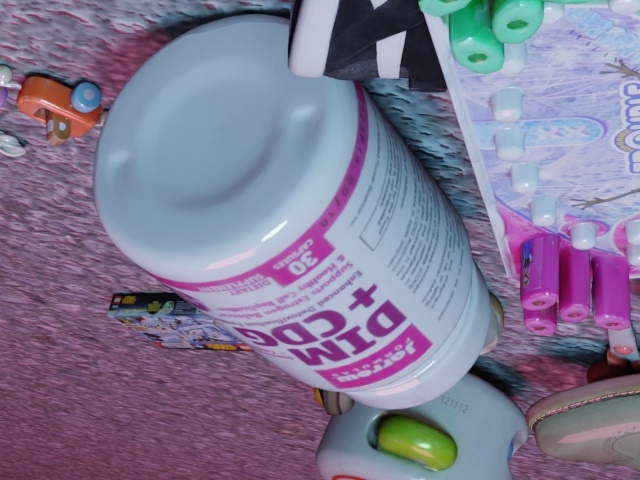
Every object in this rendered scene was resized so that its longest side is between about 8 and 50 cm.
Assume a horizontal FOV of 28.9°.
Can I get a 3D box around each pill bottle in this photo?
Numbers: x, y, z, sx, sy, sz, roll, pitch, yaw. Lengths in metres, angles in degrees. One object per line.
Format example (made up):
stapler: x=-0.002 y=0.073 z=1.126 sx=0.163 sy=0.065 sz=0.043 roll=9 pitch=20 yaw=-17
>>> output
pill bottle: x=0.000 y=0.000 z=0.773 sx=0.160 sy=0.160 sz=0.283 roll=1 pitch=157 yaw=28

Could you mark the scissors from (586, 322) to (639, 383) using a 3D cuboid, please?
scissors: x=0.253 y=0.097 z=1.067 sx=0.109 sy=0.021 sz=0.297 roll=0 pitch=157 yaw=34

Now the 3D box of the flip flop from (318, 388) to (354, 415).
flip flop: x=0.029 y=0.080 z=1.062 sx=0.080 sy=0.112 sz=0.277 roll=-13 pitch=157 yaw=-5

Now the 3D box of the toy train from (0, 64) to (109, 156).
toy train: x=-0.226 y=-0.080 z=0.862 sx=0.125 sy=0.046 sz=0.166 roll=26 pitch=155 yaw=-29

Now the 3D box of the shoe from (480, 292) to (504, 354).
shoe: x=0.096 y=0.057 z=1.003 sx=0.076 sy=0.058 sz=0.219 roll=4 pitch=157 yaw=23

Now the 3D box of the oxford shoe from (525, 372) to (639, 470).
oxford shoe: x=0.349 y=0.189 z=1.056 sx=0.348 sy=0.130 sz=0.123 roll=1 pitch=156 yaw=13

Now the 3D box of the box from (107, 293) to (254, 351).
box: x=-0.133 y=0.083 z=1.250 sx=0.137 sy=0.027 sz=0.094 roll=-2 pitch=153 yaw=34

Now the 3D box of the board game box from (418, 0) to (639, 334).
board game box: x=0.258 y=-0.049 z=0.548 sx=0.390 sy=0.050 sz=0.390 roll=-4 pitch=156 yaw=14

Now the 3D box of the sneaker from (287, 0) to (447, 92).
sneaker: x=0.058 y=-0.136 z=0.530 sx=0.121 sy=0.079 sz=0.217 roll=5 pitch=160 yaw=-8

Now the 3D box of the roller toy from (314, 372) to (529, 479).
roller toy: x=0.103 y=0.200 z=1.247 sx=0.191 sy=0.146 sz=0.209 roll=36 pitch=156 yaw=-28
